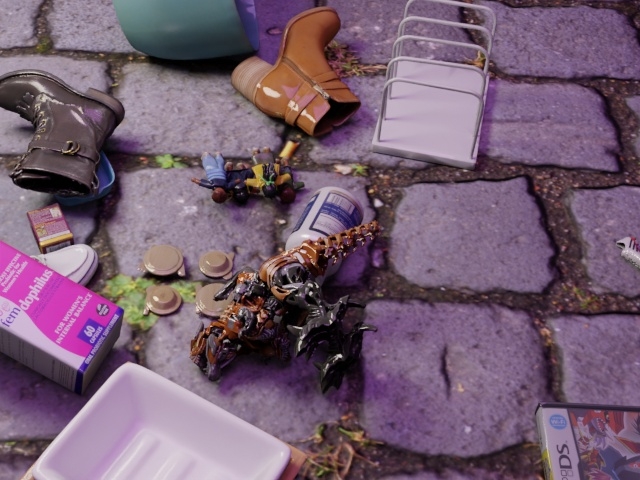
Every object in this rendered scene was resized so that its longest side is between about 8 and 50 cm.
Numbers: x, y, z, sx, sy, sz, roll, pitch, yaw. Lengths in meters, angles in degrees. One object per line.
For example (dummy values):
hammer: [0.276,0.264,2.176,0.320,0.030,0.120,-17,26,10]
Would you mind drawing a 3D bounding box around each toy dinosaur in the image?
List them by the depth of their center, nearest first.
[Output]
toy dinosaur: [-0.043,0.087,1.392,0.218,0.164,0.322,43,102,35]

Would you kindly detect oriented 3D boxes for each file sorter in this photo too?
file sorter: [0.218,-0.299,1.786,0.192,0.173,0.278,11,48,6]

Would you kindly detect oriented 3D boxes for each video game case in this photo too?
video game case: [0.444,0.337,1.304,0.274,0.035,0.248,3,47,-1]

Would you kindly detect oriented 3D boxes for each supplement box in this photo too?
supplement box: [-0.401,0.106,1.350,0.220,0.114,0.111,28,61,-1]
supplement box: [-0.437,-0.013,1.557,0.055,0.043,0.083,-18,52,-20]

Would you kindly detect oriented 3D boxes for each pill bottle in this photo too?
pill bottle: [0.000,0.000,1.543,0.094,0.094,0.169,18,49,12]

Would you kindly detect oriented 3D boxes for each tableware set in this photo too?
tableware set: [-0.207,0.065,1.519,0.168,0.020,0.141,3,49,-3]

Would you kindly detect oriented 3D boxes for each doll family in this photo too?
doll family: [-0.124,-0.103,1.650,0.193,0.076,0.111,-9,53,-6]

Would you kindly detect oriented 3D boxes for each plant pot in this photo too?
plant pot: [-0.268,-0.481,1.855,0.235,0.293,0.293,-13,47,7]

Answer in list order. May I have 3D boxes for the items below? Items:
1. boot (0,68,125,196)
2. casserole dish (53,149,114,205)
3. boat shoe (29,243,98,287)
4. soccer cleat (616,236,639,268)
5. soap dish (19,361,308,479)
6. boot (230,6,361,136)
boot: [-0.471,-0.178,1.626,0.263,0.091,0.229,12,47,4]
casserole dish: [-0.428,-0.124,1.666,0.114,0.037,0.188,-20,52,-22]
boat shoe: [-0.435,0.063,1.463,0.083,0.076,0.226,33,53,24]
soccer cleat: [0.523,0.027,1.605,0.035,0.029,0.083,-12,45,-3]
soap dish: [-0.197,0.307,1.226,0.290,0.118,0.229,24,50,18]
boot: [-0.003,-0.323,1.831,0.220,0.109,0.283,35,56,27]
